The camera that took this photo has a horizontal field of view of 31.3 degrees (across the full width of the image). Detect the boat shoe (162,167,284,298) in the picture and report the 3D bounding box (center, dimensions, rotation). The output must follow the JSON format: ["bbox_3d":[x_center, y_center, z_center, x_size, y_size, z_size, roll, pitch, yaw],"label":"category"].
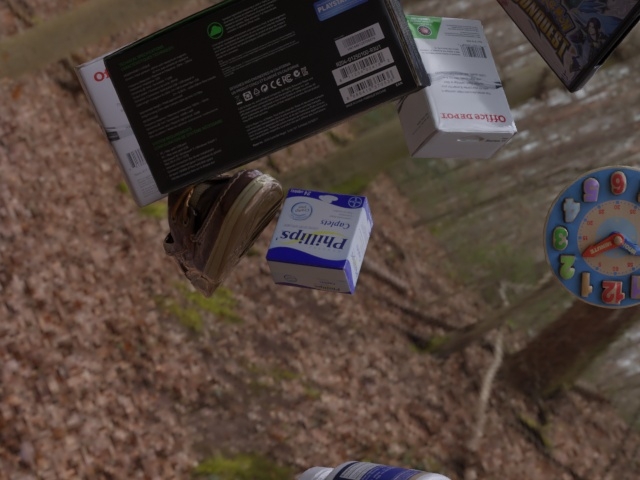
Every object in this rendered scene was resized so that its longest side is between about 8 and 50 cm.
[{"bbox_3d":[-0.139,-0.024,1.399,0.123,0.123,0.342,40,-17,0],"label":"boat shoe"}]

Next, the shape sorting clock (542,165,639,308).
[{"bbox_3d":[0.422,-0.004,1.629,0.040,0.206,0.206,-73,142,-78],"label":"shape sorting clock"}]

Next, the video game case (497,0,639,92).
[{"bbox_3d":[0.383,-0.412,1.785,0.275,0.035,0.248,56,-36,17],"label":"video game case"}]

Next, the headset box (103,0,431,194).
[{"bbox_3d":[-0.032,-0.158,1.081,0.283,0.246,0.131,-45,113,-78],"label":"headset box"}]

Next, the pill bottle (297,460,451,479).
[{"bbox_3d":[0.059,0.308,1.287,0.186,0.112,0.112,-2,-63,44],"label":"pill bottle"}]

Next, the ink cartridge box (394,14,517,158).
[{"bbox_3d":[0.191,-0.232,1.739,0.087,0.153,0.208,-48,-131,53],"label":"ink cartridge box"}]

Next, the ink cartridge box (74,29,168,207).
[{"bbox_3d":[-0.208,-0.158,1.446,0.191,0.139,0.082,67,-10,-14],"label":"ink cartridge box"}]

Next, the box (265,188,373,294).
[{"bbox_3d":[0.000,0.000,1.715,0.072,0.126,0.137,74,27,-54],"label":"box"}]
